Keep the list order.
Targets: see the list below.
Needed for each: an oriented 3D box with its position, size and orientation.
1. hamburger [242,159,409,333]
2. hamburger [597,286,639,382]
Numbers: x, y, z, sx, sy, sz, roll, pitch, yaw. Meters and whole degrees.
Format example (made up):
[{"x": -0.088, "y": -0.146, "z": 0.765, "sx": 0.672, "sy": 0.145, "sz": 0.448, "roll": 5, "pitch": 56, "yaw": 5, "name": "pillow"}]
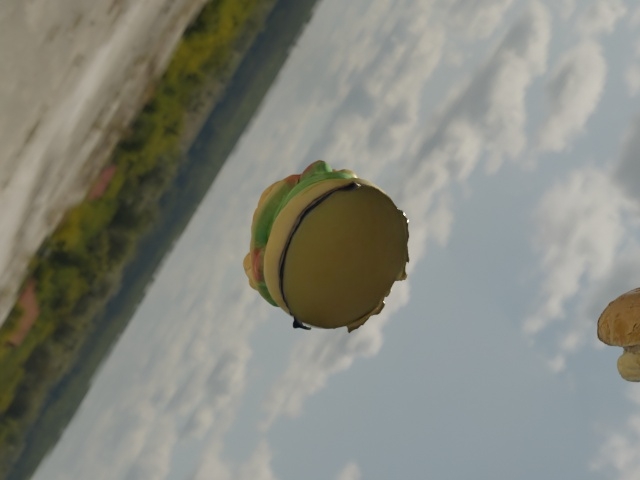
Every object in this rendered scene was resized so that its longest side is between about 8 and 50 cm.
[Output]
[{"x": 0.000, "y": 0.000, "z": 1.897, "sx": 0.149, "sy": 0.237, "sz": 0.237, "roll": 32, "pitch": -89, "yaw": 52, "name": "hamburger"}, {"x": 0.419, "y": 0.107, "z": 1.642, "sx": 0.262, "sy": 0.131, "sz": 0.124, "roll": 164, "pitch": -78, "yaw": -65, "name": "hamburger"}]
